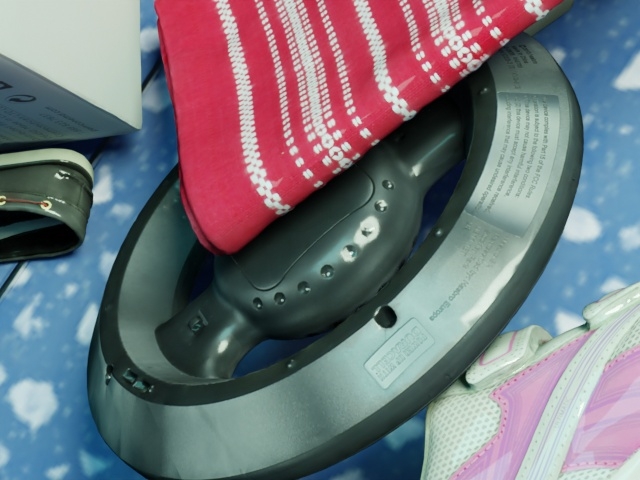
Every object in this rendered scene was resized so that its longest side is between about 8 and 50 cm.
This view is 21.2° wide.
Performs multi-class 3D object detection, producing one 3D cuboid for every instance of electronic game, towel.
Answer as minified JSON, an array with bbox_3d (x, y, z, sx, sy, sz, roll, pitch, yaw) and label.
[{"bbox_3d":[0.000,0.000,0.668,0.229,0.048,0.229,-29,34,22],"label":"electronic game"},{"bbox_3d":[0.044,-0.128,0.676,0.275,0.031,0.199,-38,33,17],"label":"towel"}]

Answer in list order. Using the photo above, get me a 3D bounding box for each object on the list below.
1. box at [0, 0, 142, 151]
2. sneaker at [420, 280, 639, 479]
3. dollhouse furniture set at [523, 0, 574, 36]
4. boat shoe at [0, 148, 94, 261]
[{"bbox_3d":[-0.270,-0.148,0.770,0.345,0.168,0.215,-7,77,19],"label":"box"},{"bbox_3d":[0.098,0.061,0.597,0.111,0.103,0.252,37,83,32],"label":"sneaker"},{"bbox_3d":[0.098,-0.109,0.696,0.114,0.081,0.091,-35,56,4],"label":"dollhouse furniture set"},{"bbox_3d":[-0.167,-0.008,0.781,0.133,0.049,0.042,-10,53,14],"label":"boat shoe"}]
